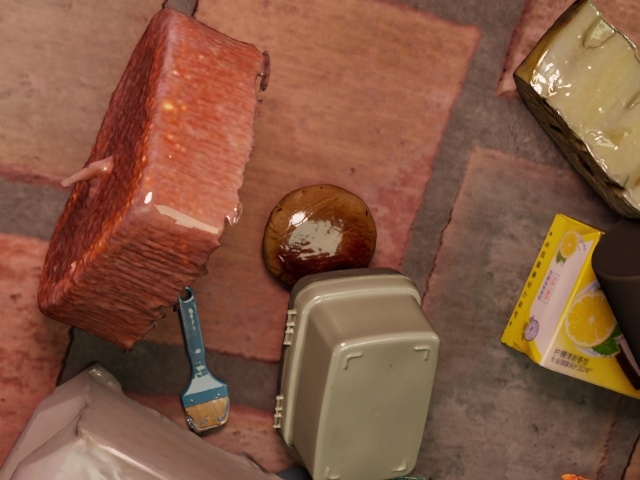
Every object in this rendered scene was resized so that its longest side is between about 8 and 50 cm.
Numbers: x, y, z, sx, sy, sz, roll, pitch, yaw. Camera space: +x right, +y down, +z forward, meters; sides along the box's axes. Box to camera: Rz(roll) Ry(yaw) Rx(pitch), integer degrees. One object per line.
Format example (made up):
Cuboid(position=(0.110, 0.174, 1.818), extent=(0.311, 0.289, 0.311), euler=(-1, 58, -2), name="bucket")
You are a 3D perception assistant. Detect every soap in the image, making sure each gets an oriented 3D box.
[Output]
Cuboid(position=(-0.210, 0.394, 1.478), extent=(0.350, 0.213, 0.435), euler=(32, 94, -13), name="soap")

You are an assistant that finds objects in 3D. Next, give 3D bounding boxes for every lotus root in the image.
Cuboid(position=(0.306, -0.128, 1.578), extent=(0.119, 0.138, 0.235), euler=(-40, 81, -2), name="lotus root")

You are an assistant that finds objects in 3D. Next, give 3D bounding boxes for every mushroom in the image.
Cuboid(position=(0.000, 0.000, 1.564), extent=(0.123, 0.052, 0.123), euler=(-5, 104, -19), name="mushroom")

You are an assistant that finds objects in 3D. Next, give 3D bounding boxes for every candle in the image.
Cuboid(position=(-0.161, -0.046, 1.366), extent=(0.131, 0.287, 0.317), euler=(21, 100, -20), name="candle")

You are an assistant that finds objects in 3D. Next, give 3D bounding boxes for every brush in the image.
Cuboid(position=(-0.128, 0.122, 1.571), extent=(0.051, 0.014, 0.164), euler=(-16, 109, -17), name="brush")

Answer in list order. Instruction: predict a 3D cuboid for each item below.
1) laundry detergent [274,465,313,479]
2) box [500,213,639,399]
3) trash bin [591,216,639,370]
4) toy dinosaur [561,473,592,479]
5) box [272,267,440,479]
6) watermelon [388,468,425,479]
Cuboid(position=(-0.019, 0.352, 1.654), extent=(0.097, 0.061, 0.206), euler=(-25, 113, -15), name="laundry detergent")
Cuboid(position=(0.357, 0.090, 1.701), extent=(0.265, 0.097, 0.168), euler=(21, 97, -25), name="box")
Cuboid(position=(0.432, 0.121, 1.568), extent=(0.214, 0.214, 0.333), euler=(-32, 110, -10), name="trash bin")
Cuboid(position=(0.417, 0.329, 1.783), extent=(0.288, 0.117, 0.070), euler=(24, 96, -28), name="toy dinosaur")
Cuboid(position=(0.035, 0.140, 1.551), extent=(0.148, 0.129, 0.210), euler=(-5, 124, -20), name="box")
Cuboid(position=(0.072, 0.258, 1.676), extent=(0.085, 0.085, 0.061), euler=(57, 41, -24), name="watermelon")
